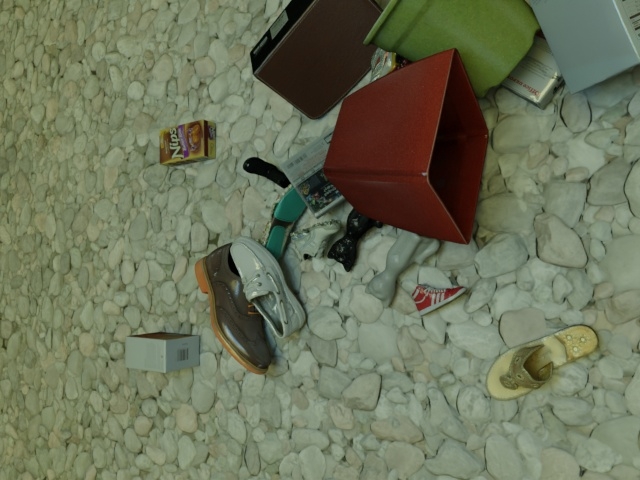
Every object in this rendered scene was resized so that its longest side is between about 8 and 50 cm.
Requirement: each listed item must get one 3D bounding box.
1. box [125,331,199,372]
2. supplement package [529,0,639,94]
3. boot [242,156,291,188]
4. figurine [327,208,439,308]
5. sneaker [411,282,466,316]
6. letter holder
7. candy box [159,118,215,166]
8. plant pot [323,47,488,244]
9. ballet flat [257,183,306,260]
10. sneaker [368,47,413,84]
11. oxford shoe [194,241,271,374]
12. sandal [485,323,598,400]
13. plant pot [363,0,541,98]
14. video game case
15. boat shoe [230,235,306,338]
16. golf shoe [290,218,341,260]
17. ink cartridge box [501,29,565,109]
[{"bbox_3d":[-0.452,0.317,1.482,0.171,0.130,0.090,-2,87,31],"label":"box"},{"bbox_3d":[0.484,-0.414,0.828,0.198,0.199,0.262,-25,93,0],"label":"supplement package"},{"bbox_3d":[-0.126,-0.168,1.318,0.099,0.121,0.045,39,109,34],"label":"boot"},{"bbox_3d":[0.129,0.021,1.173,0.215,0.092,0.209,44,118,26],"label":"figurine"},{"bbox_3d":[0.249,0.110,1.109,0.118,0.042,0.067,-34,73,28],"label":"sneaker"},{"bbox_3d":[0.008,-0.476,1.251,0.302,0.214,0.152,-44,34,23],"label":"letter holder"},{"bbox_3d":[-0.395,-0.285,1.531,0.187,0.053,0.109,-4,85,33],"label":"candy box"},{"bbox_3d":[0.162,-0.168,1.007,0.236,0.267,0.267,4,67,32],"label":"plant pot"},{"bbox_3d":[-0.106,-0.054,1.322,0.077,0.091,0.240,39,105,53],"label":"ballet flat"},{"bbox_3d":[0.156,-0.383,1.187,0.093,0.088,0.225,43,112,50],"label":"sneaker"},{"bbox_3d":[-0.207,0.169,1.344,0.133,0.130,0.363,-37,69,18],"label":"oxford shoe"},{"bbox_3d":[0.405,0.233,0.982,0.240,0.079,0.088,-39,68,24],"label":"sandal"},{"bbox_3d":[0.265,-0.419,0.991,0.254,0.276,0.276,35,108,-7],"label":"plant pot"},{"bbox_3d":[0.022,-0.171,1.243,0.190,0.022,0.173,-35,68,2],"label":"video game case"},{"bbox_3d":[-0.142,0.115,1.272,0.098,0.096,0.277,-37,88,36],"label":"boat shoe"},{"bbox_3d":[0.000,0.000,1.246,0.176,0.069,0.086,-21,86,56],"label":"golf shoe"},{"bbox_3d":[0.434,-0.341,1.013,0.099,0.056,0.135,43,108,27],"label":"ink cartridge box"}]
